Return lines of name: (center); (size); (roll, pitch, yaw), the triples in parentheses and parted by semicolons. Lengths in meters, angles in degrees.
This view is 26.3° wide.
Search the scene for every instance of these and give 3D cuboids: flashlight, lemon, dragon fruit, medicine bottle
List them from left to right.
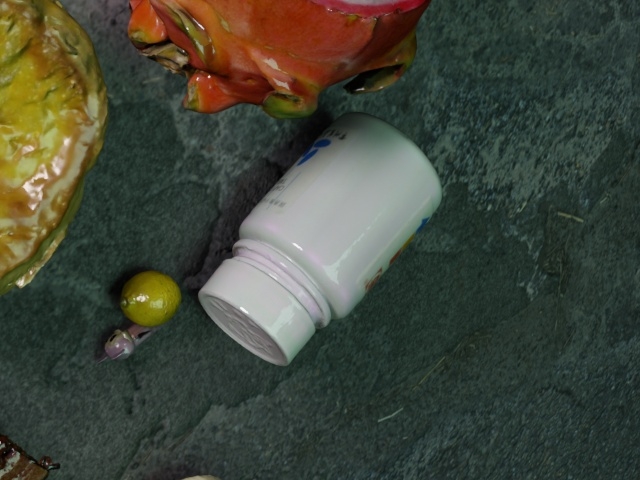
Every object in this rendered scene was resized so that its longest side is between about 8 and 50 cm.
flashlight: (-0.207, 0.101, 1.544); (0.110, 0.052, 0.031); (-42, 104, -37)
lemon: (-0.190, 0.065, 1.516); (0.083, 0.062, 0.062); (-9, 118, -52)
dragon fruit: (-0.051, -0.249, 1.337); (0.305, 0.305, 0.226); (-24, 157, -42)
medicine bottle: (0.000, 0.000, 1.622); (0.293, 0.170, 0.170); (-50, 143, -20)

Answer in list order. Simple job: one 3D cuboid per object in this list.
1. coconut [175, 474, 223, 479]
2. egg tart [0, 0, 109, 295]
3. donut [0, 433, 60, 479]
coconut: (-0.128, 0.422, 1.665); (0.239, 0.244, 0.239); (-30, 133, -39)
egg tart: (-0.336, -0.092, 1.171); (0.341, 0.129, 0.341); (-28, 131, -38)
donut: (-0.378, 0.216, 1.351); (0.141, 0.085, 0.217); (-52, 143, -15)
